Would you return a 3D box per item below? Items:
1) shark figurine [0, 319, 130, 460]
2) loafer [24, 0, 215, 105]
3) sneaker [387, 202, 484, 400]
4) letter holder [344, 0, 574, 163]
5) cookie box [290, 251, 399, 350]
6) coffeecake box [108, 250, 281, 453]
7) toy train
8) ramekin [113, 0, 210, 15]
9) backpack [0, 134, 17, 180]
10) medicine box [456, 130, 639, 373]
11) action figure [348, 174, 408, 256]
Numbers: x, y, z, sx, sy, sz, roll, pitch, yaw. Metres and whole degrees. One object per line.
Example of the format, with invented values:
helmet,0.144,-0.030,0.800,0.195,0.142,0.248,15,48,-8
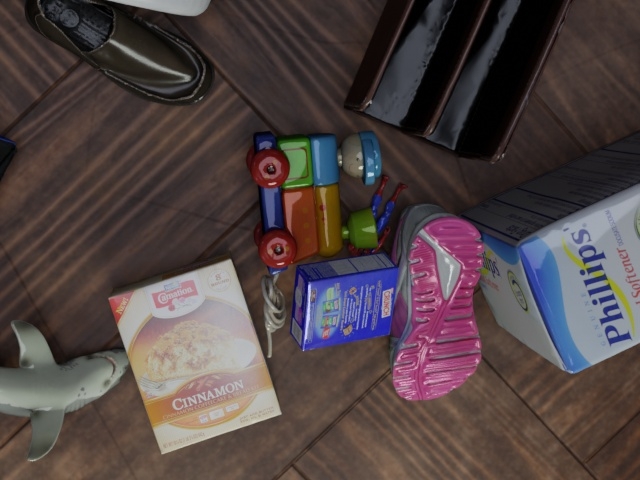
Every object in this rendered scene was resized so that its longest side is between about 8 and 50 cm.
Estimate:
shark figurine,-0.365,0.145,1.305,0.278,0.116,0.166,27,59,-17
loafer,-0.219,-0.208,1.284,0.220,0.078,0.080,23,94,-9
sneaker,0.125,0.065,1.350,0.102,0.111,0.252,0,119,-11
letter holder,0.163,-0.248,1.255,0.152,0.214,0.302,22,94,-9
cookie box,0.026,0.066,1.300,0.107,0.040,0.092,-8,123,-22
coffeecake box,-0.139,0.123,1.339,0.142,0.068,0.186,-18,98,-3
toy train,0.000,0.000,1.320,0.143,0.105,0.248,-6,101,-5
ramekin,-0.218,-0.316,1.180,0.277,0.277,0.135,13,102,-8
backpack,-0.397,-0.070,1.275,0.101,0.098,0.120,25,94,20
medicine box,0.324,-0.007,1.278,0.289,0.263,0.149,-25,99,-3
action figure,0.061,-0.017,1.367,0.038,0.030,0.115,24,96,-12
